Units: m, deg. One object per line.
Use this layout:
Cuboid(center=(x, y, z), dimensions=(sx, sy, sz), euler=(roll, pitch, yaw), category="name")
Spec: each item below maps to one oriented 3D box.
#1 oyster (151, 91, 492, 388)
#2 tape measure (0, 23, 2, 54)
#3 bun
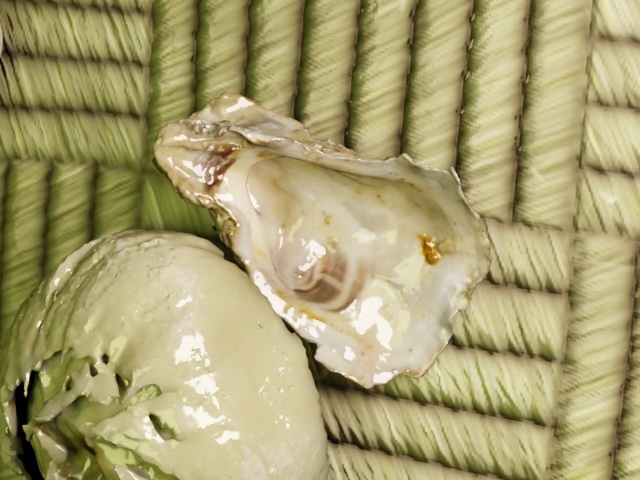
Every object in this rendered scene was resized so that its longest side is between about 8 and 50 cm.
Cuboid(center=(-0.001, -0.016, 0.968), dimensions=(0.233, 0.107, 0.161), euler=(30, 103, 3), category="oyster")
Cuboid(center=(-0.397, -0.144, 1.137), dimensions=(0.271, 0.133, 0.231), euler=(37, 102, 22), category="tape measure")
Cuboid(center=(-0.126, 0.127, 0.971), dimensions=(0.259, 0.152, 0.259), euler=(18, 122, 31), category="bun")
